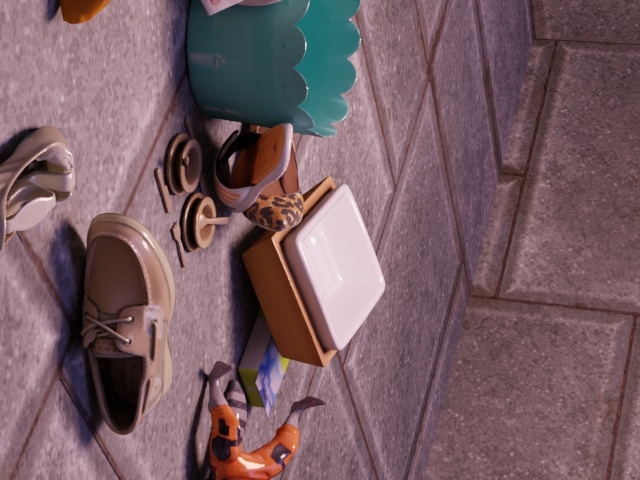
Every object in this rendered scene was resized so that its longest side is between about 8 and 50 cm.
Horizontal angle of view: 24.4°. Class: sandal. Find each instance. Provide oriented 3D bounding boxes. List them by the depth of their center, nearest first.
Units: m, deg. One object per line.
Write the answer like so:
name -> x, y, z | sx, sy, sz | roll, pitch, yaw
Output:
sandal -> -0.111, -0.118, 2.137 | 0.265, 0.076, 0.102 | 143, -43, -65

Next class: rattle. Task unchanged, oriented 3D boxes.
rattle -> -0.236, -0.313, 1.784 | 0.199, 0.130, 0.143 | -144, -110, -80

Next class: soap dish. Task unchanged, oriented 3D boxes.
soap dish -> -0.010, 0.050, 2.432 | 0.229, 0.118, 0.291 | 69, 26, -15

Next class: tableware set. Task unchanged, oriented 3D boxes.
tableware set -> -0.174, -0.066, 2.096 | 0.128, 0.039, 0.194 | -67, 156, -43

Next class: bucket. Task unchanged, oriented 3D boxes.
bucket -> -0.065, -0.290, 2.136 | 0.281, 0.183, 0.281 | 6, 90, -73

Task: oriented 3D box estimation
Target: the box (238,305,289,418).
box -> -0.087, 0.191, 2.443 | 0.109, 0.042, 0.178 | 75, 27, -47

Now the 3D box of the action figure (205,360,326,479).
action figure -> -0.097, 0.387, 2.276 | 0.341, 0.178, 0.330 | 29, 70, -44

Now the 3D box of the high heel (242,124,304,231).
high heel -> -0.071, -0.129, 2.243 | 0.261, 0.093, 0.186 | -107, -160, -67

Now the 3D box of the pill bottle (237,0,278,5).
pill bottle -> -0.075, -0.513, 1.999 | 0.204, 0.204, 0.361 | 69, 31, -55

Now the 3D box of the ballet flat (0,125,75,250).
ballet flat -> -0.312, -0.056, 1.599 | 0.248, 0.086, 0.086 | -54, 146, -58

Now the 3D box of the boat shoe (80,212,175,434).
boat shoe -> -0.244, 0.107, 1.830 | 0.098, 0.109, 0.302 | -63, 158, -52

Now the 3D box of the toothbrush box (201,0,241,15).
toothbrush box -> -0.147, -0.442, 1.725 | 0.206, 0.122, 0.283 | 62, 4, -60
